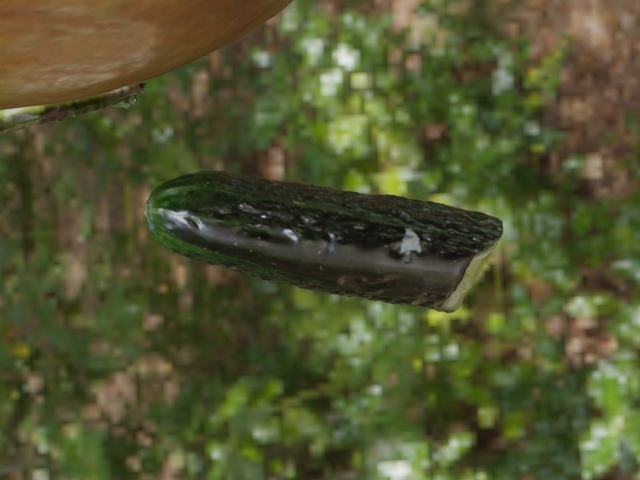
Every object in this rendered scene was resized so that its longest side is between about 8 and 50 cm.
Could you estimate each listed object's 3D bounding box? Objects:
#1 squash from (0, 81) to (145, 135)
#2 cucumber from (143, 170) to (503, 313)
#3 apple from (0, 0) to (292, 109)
[{"bbox_3d":[-0.233,-0.084,1.147,0.309,0.234,0.210,38,130,37],"label":"squash"},{"bbox_3d":[0.000,-0.001,1.311,0.074,0.241,0.074,-171,90,-77],"label":"cucumber"},{"bbox_3d":[-0.125,-0.132,0.692,0.346,0.254,0.179,-4,-70,-63],"label":"apple"}]
